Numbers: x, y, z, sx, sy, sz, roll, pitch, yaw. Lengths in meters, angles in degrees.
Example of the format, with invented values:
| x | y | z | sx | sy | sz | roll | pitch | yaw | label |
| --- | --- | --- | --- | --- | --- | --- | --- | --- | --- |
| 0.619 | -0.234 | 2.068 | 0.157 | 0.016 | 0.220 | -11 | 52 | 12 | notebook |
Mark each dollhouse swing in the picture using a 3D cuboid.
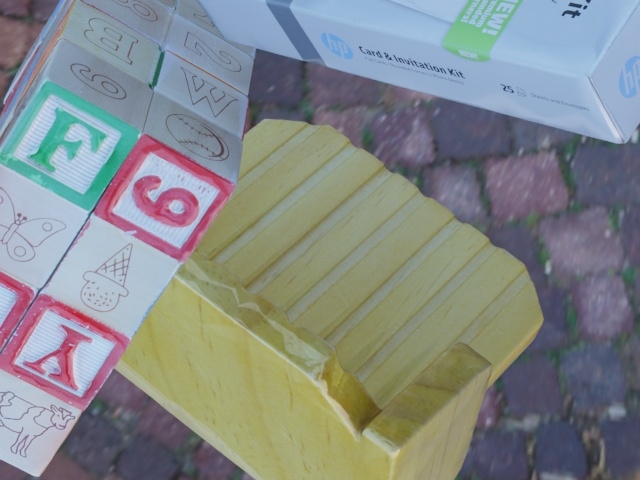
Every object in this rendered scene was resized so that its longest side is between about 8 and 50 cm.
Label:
| x | y | z | sx | sy | sz | roll | pitch | yaw | label |
| --- | --- | --- | --- | --- | --- | --- | --- | --- | --- |
| 0.000 | 0.000 | 1.284 | 0.347 | 0.315 | 0.305 | 37 | 66 | 16 | dollhouse swing |

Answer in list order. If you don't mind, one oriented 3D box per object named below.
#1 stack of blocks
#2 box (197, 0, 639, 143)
| x | y | z | sx | sy | sz | roll | pitch | yaw | label |
| --- | --- | --- | --- | --- | --- | --- | --- | --- | --- |
| -0.108 | -0.050 | 0.833 | 0.087 | 0.297 | 0.171 | 29 | 116 | -13 | stack of blocks |
| 0.061 | -0.117 | 0.608 | 0.186 | 0.038 | 0.145 | 21 | 68 | 41 | box |
